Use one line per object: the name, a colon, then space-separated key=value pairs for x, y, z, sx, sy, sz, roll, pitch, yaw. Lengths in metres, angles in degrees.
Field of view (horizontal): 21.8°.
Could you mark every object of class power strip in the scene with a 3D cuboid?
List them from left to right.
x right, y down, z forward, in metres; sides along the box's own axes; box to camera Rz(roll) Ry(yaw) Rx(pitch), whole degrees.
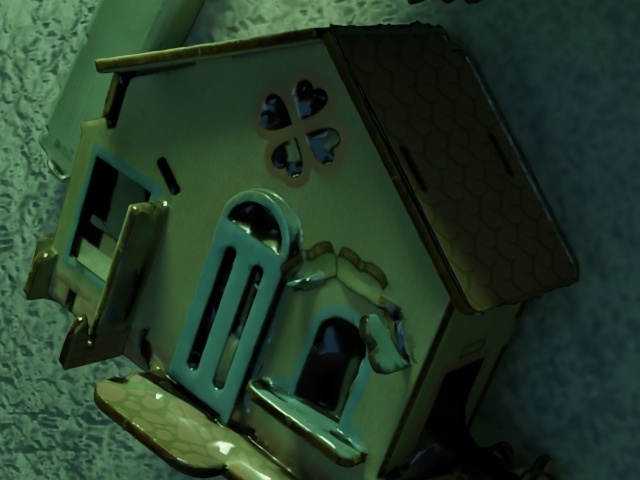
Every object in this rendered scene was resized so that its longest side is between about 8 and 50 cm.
power strip: x=-0.111 y=-0.144 z=1.036 sx=0.060 sy=0.027 sz=0.253 roll=42 pitch=118 yaw=26

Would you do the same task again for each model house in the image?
model house: x=0.000 y=0.000 z=0.890 sx=0.326 sy=0.169 sz=0.244 roll=35 pitch=113 yaw=29

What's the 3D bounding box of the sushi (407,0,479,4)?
sushi: x=0.086 y=-0.252 z=0.791 sx=0.270 sy=0.171 sz=0.237 roll=-42 pitch=71 yaw=30
